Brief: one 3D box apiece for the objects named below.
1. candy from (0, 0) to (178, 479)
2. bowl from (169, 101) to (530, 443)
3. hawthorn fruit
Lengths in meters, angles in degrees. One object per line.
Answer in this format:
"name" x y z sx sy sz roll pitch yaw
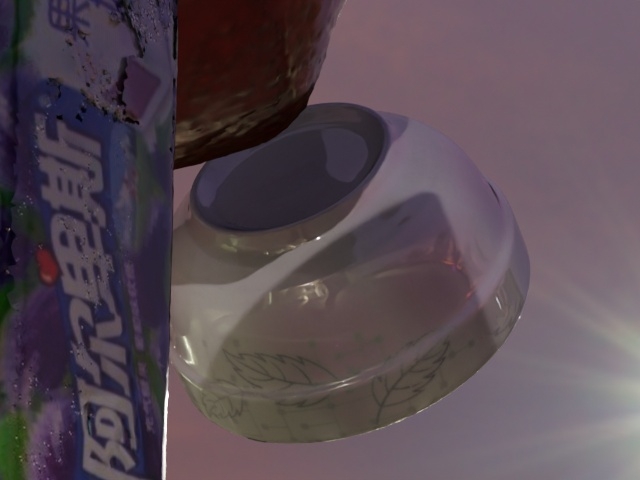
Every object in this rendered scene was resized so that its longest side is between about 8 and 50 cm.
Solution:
"candy" -0.092 0.016 0.531 0.061 0.312 0.088 -11 -23 31
"bowl" 0.000 0.000 1.192 0.287 0.287 0.144 -6 -53 25
"hawthorn fruit" -0.115 -0.178 0.913 0.254 0.254 0.300 -3 -25 15
